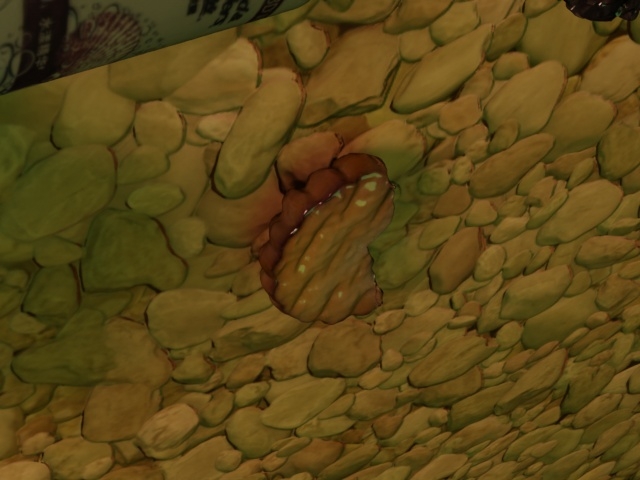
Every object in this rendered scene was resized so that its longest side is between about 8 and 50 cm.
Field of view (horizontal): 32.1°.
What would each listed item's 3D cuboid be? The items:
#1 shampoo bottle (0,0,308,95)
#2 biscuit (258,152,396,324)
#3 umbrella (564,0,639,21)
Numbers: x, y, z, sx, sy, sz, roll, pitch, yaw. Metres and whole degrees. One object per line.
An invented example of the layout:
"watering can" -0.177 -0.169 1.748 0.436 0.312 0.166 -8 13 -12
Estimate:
"shampoo bottle" -0.110 -0.154 0.579 0.359 0.078 0.134 -25 148 -36
"biscuit" 0.000 0.000 0.940 0.118 0.061 0.183 -12 139 -21
"umbrella" 0.309 -0.268 0.782 0.336 0.128 0.154 -29 145 -8
